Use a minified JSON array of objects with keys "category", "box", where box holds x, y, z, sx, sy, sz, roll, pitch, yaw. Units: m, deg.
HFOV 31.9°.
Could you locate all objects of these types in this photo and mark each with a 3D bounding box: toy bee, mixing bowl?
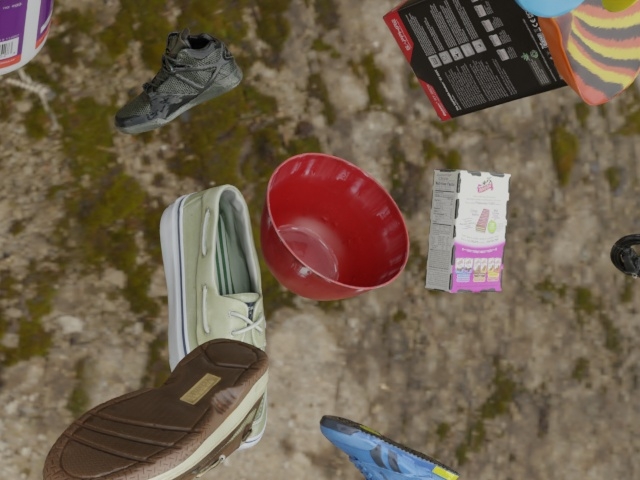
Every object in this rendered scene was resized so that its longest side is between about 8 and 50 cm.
[{"category":"toy bee","box":[0.201,-0.248,0.863,0.162,0.195,0.298,-36,144,11]},{"category":"mixing bowl","box":[0.000,0.000,1.280,0.182,0.098,0.181,17,51,-22]}]

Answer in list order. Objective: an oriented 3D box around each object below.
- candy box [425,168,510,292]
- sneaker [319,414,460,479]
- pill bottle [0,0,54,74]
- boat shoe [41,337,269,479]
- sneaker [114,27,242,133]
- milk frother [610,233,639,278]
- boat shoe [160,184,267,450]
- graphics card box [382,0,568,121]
[{"category":"candy box","box":[0.284,-0.019,2.159,0.159,0.071,0.233,2,95,-44]},{"category":"sneaker","box":[0.081,0.296,1.451,0.209,0.069,0.082,29,89,-17]},{"category":"pill bottle","box":[-0.375,-0.334,1.222,0.182,0.323,0.181,8,61,-15]},{"category":"boat shoe","box":[-0.122,0.171,0.902,0.257,0.095,0.095,-28,133,-54]},{"category":"sneaker","box":[-0.253,-0.268,1.838,0.228,0.087,0.130,-28,130,0]},{"category":"milk frother","box":[0.359,0.063,1.153,0.135,0.143,0.129,-44,112,-43]},{"category":"boat shoe","box":[-0.111,0.082,1.253,0.109,0.094,0.302,-2,73,-44]},{"category":"graphics card box","box":[0.303,-0.356,1.934,0.094,0.371,0.232,-41,107,-33]}]
